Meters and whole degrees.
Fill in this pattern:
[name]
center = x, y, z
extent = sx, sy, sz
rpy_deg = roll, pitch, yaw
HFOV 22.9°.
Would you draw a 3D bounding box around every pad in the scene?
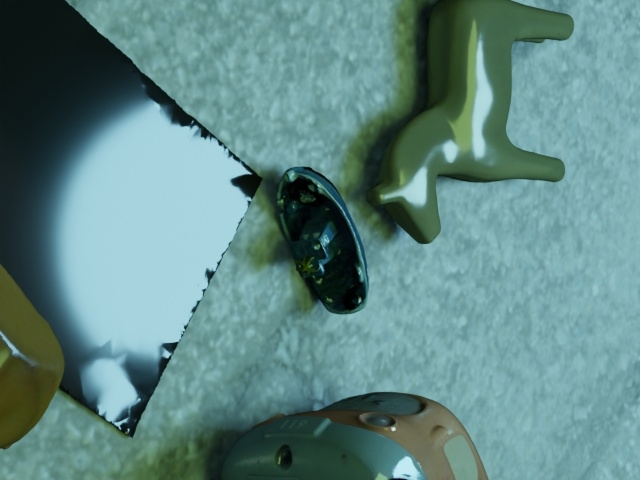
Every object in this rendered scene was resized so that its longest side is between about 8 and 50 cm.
[pad]
center = -0.209, -0.051, 1.145
extent = 0.367, 0.007, 0.247
rpy_deg = 41, 62, -35

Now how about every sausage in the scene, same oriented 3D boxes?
[sausage]
center = -0.266, 0.049, 1.012
extent = 0.136, 0.120, 0.241
rpy_deg = -35, 119, 10

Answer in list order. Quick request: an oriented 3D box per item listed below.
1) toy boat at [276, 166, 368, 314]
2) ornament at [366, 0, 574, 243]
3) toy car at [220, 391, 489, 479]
[toy boat]
center = 0.000, 0.000, 1.297
extent = 0.061, 0.060, 0.137
rpy_deg = -50, 127, -56
[ornament]
center = 0.133, -0.110, 1.422
extent = 0.245, 0.061, 0.230
rpy_deg = 3, 89, -44
[toy car]
center = 0.051, 0.237, 1.272
extent = 0.212, 0.181, 0.270
rpy_deg = -39, 116, -48
